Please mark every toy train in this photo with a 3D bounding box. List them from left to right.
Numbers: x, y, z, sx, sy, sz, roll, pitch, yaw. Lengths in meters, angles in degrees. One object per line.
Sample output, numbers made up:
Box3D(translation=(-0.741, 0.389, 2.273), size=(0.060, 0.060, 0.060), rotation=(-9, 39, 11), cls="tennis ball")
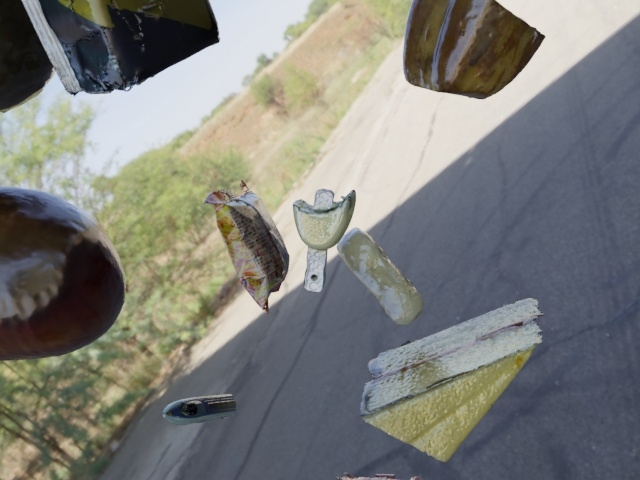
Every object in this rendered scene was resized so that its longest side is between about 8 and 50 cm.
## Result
Box3D(translation=(-0.252, 0.358, 1.441), size=(0.048, 0.055, 0.252), rotation=(-14, -13, 16), cls="toy train")

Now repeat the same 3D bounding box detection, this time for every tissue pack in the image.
Box3D(translation=(-0.382, -0.486, 1.180), size=(0.253, 0.417, 0.264), rotation=(7, 35, 38), cls="tissue pack")

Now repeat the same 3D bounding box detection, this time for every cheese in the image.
Box3D(translation=(0.000, 0.000, 1.402), size=(0.050, 0.127, 0.235), rotation=(-67, -16, -65), cls="cheese")
Box3D(translation=(0.141, 0.082, 1.606), size=(0.093, 0.263, 0.159), rotation=(-40, -9, 1), cls="cheese")

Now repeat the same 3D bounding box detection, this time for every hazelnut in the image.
Box3D(translation=(-0.608, 0.084, 1.397), size=(0.421, 0.421, 0.353), rotation=(-41, 34, 27), cls="hazelnut")

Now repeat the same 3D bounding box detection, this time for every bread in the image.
Box3D(translation=(0.293, 0.241, 1.477), size=(0.405, 0.242, 0.346), rotation=(-53, 1, 3), cls="bread")

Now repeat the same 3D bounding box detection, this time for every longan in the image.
Box3D(translation=(-0.720, -0.440, 1.366), size=(0.391, 0.391, 0.391), rotation=(-44, 11, 10), cls="longan")

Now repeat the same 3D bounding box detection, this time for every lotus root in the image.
Box3D(translation=(0.341, -0.423, 1.503), size=(0.316, 0.316, 0.250), rotation=(-82, 14, -73), cls="lotus root")

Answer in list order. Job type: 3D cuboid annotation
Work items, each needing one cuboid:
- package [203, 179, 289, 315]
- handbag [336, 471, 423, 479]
Box3D(translation=(-0.143, 0.006, 1.531), size=(0.108, 0.288, 0.223), rotation=(-18, 9, 13), cls="package")
Box3D(translation=(0.095, 0.421, 0.931), size=(0.116, 0.179, 0.205), rotation=(-14, 42, 16), cls="handbag")
